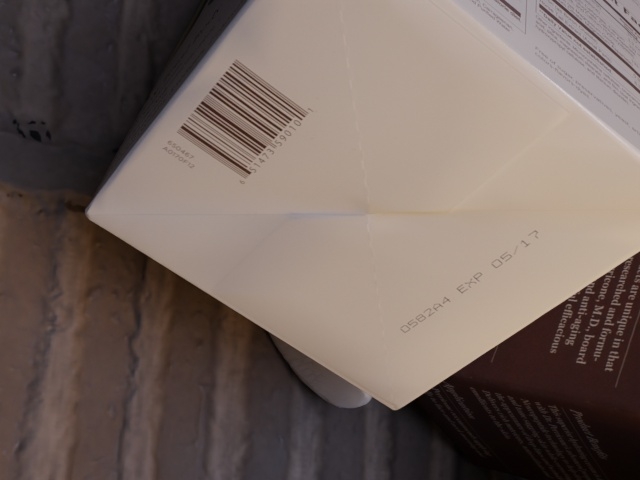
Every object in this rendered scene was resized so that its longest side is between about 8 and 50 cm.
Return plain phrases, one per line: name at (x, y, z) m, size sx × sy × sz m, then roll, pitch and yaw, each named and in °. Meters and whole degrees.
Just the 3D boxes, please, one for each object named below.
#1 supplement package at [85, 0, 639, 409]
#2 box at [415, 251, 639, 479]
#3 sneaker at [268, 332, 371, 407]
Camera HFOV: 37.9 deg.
supplement package at (0.042, -0.097, 0.499) m, size 0.198 × 0.199 × 0.262 m, roll 34°, pitch 39°, yaw -17°
box at (0.183, 0.063, 0.606) m, size 0.168 × 0.203 × 0.167 m, roll 51°, pitch 57°, yaw -43°
sneaker at (0.000, 0.000, 0.600) m, size 0.094 × 0.080 × 0.212 m, roll -28°, pitch 96°, yaw -39°
